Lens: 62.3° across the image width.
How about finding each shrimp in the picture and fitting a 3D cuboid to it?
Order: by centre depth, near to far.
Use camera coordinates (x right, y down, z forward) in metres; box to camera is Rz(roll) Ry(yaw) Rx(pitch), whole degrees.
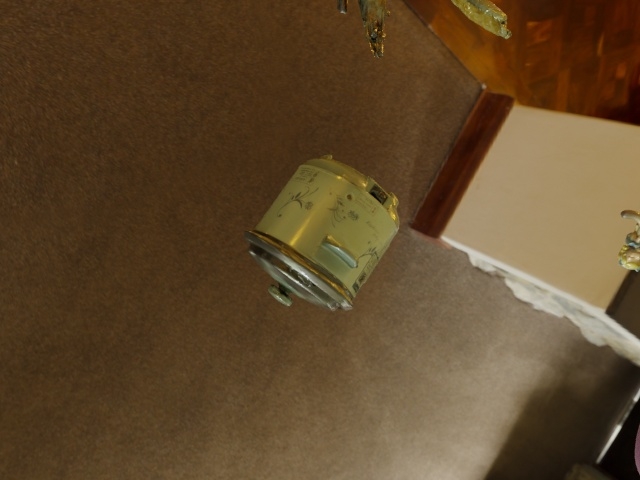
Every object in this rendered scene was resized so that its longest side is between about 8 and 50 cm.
[{"bbox_3d":[0.084,-0.504,1.114,0.058,0.169,0.296,4,80,-28],"label":"shrimp"}]

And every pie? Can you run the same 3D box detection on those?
[{"bbox_3d":[0.500,-0.741,1.692,0.068,0.282,0.128,-45,153,9],"label":"pie"}]

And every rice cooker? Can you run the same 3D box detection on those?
[{"bbox_3d":[0.000,0.000,1.074,0.264,0.317,0.316,41,84,-26],"label":"rice cooker"}]

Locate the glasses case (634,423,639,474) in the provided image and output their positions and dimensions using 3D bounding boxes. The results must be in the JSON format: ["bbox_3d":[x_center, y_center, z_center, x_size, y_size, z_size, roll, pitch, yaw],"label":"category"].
[{"bbox_3d":[0.453,0.234,0.467,0.076,0.316,0.123,14,89,-39],"label":"glasses case"}]

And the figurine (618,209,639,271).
[{"bbox_3d":[0.362,0.003,0.592,0.047,0.051,0.083,-41,129,-48],"label":"figurine"}]
